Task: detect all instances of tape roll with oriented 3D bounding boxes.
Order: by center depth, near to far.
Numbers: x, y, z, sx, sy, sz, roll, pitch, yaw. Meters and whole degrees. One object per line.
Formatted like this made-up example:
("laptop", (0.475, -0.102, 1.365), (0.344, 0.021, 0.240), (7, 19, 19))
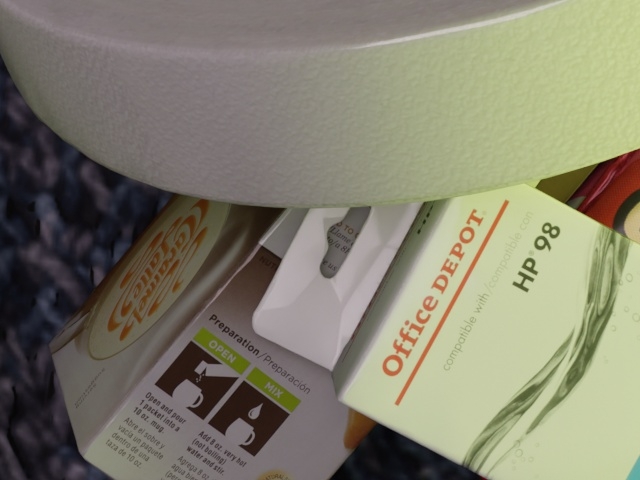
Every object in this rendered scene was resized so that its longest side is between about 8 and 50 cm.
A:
("tape roll", (0.043, -0.164, 0.653), (0.392, 0.072, 0.392), (-10, 41, 9))

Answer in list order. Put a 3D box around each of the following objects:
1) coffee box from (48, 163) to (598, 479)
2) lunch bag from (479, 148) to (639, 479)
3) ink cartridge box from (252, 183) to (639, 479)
("coffee box", (0.000, 0.000, 0.716), (0.098, 0.141, 0.246), (39, 94, -22))
("lunch bag", (0.221, 0.047, 0.702), (0.258, 0.120, 0.293), (43, 95, 8))
("ink cartridge box", (0.074, 0.036, 0.614), (0.180, 0.060, 0.104), (27, 94, -5))
